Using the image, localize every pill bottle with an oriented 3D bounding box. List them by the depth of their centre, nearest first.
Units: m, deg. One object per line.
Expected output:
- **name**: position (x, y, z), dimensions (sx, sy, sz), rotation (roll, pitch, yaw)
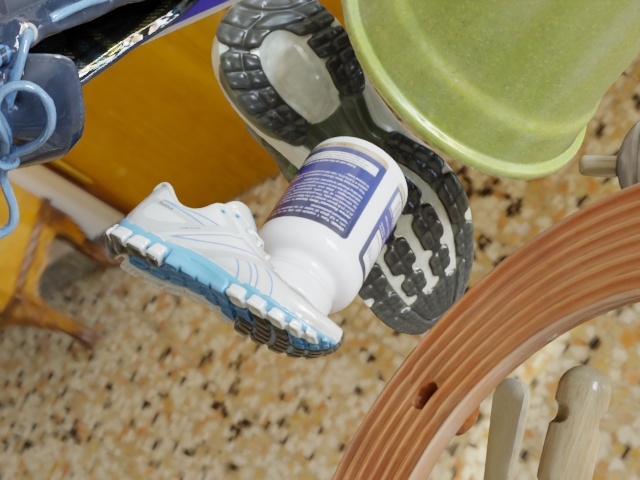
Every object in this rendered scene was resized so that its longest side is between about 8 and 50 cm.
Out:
- **pill bottle**: position (0.000, 0.000, 0.993), dimensions (0.094, 0.094, 0.169), rotation (-18, 29, 40)

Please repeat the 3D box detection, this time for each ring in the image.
- **ring**: position (0.102, 0.119, 0.444), dimensions (0.336, 0.032, 0.336), rotation (-40, 30, 30)

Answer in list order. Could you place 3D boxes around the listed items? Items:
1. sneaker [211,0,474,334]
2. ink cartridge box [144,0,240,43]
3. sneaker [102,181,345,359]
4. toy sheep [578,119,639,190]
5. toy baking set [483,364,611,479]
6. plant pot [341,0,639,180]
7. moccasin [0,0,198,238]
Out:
- **sneaker**: position (0.020, -0.086, 1.298), dimensions (0.158, 0.410, 0.182), rotation (-34, 17, -10)
- **ink cartridge box**: position (-0.164, -0.233, 0.876), dimensions (0.208, 0.206, 0.045), rotation (-16, 40, 35)
- **sneaker**: position (-0.059, 0.015, 0.894), dimensions (0.083, 0.191, 0.071), rotation (-56, -9, -25)
- **toy sheep**: position (0.197, -0.039, 0.617), dimensions (0.132, 0.091, 0.091), rotation (-2, 61, 27)
- **toy baking set**: position (0.125, 0.094, 0.569), dimensions (0.256, 0.030, 0.196), rotation (-39, 46, 42)
- **plant pot**: position (0.199, -0.234, 1.059), dimensions (0.254, 0.276, 0.276), rotation (-44, 34, 46)
- **moccasin**: position (-0.176, -0.096, 0.689), dimensions (0.342, 0.117, 0.138), rotation (-54, 5, -33)
